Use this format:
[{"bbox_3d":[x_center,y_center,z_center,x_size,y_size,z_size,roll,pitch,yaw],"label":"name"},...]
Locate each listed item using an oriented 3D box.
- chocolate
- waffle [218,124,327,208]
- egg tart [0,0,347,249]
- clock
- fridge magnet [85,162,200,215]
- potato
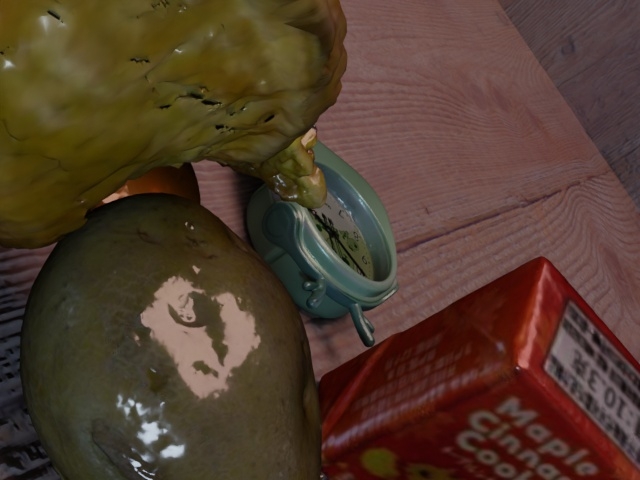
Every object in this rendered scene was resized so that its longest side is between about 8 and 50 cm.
[{"bbox_3d":[0.142,0.163,0.859,0.237,0.235,0.108,48,36,-15],"label":"chocolate"},{"bbox_3d":[-0.103,-0.118,0.817,0.238,0.058,0.243,28,-17,38],"label":"waffle"},{"bbox_3d":[-0.204,-0.121,0.515,0.443,0.443,0.178,34,71,-38],"label":"egg tart"},{"bbox_3d":[0.000,0.000,1.005,0.159,0.066,0.210,37,30,-34],"label":"clock"},{"bbox_3d":[-0.146,-0.055,0.816,0.143,0.063,0.143,39,28,-26],"label":"fridge magnet"},{"bbox_3d":[-0.079,0.089,0.652,0.178,0.160,0.235,-17,87,-39],"label":"potato"}]
